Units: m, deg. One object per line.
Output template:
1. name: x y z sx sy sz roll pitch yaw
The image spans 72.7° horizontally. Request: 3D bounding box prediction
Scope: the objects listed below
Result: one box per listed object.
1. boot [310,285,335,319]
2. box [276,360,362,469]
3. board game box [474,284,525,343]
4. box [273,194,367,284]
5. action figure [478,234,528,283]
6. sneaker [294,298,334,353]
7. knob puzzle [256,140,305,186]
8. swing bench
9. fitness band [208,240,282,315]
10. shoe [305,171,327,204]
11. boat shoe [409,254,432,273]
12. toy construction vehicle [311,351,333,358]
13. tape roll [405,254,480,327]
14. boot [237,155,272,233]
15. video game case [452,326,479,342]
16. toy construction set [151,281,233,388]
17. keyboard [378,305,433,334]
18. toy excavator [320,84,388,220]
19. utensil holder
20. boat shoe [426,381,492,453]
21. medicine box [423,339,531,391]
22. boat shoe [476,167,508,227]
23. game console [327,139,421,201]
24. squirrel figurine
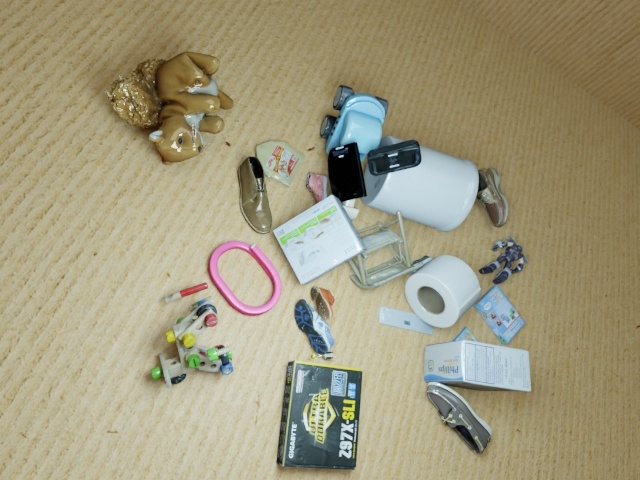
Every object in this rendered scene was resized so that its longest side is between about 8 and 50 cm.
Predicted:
1. boot: 0.027 0.231 1.608 0.085 0.059 0.158 13 31 -30
2. box: 0.003 0.582 1.459 0.257 0.079 0.322 14 70 -20
3. board game box: 0.804 0.330 1.949 0.160 0.039 0.211 -32 85 -31
4. box: 0.000 0.000 1.599 0.262 0.127 0.231 -31 82 12
5. action figure: 0.873 0.090 2.049 0.285 0.099 0.185 -33 78 -34
6. sneaker: -0.023 0.308 1.585 0.081 0.080 0.211 -12 70 -55
7. knob puzzle: -0.180 -0.328 1.788 0.213 0.030 0.213 8 67 -21
8. swing bench: 0.233 0.048 1.746 0.253 0.165 0.254 -18 83 -29
9. fitness band: -0.266 0.130 1.552 0.209 0.054 0.291 -37 86 -31
10. shoe: -0.020 -0.201 1.791 0.081 0.063 0.178 12 60 -17
11. boat shoe: 0.421 0.103 1.874 0.142 0.049 0.040 -21 46 -27
12. toy construction vehicle: 0.017 0.444 1.565 0.098 0.035 0.085 -1 81 -21
13. tape roll: 0.485 0.201 1.738 0.169 0.246 0.246 -31 84 -35
14. boot: -0.245 -0.176 1.651 0.112 0.115 0.305 -9 75 -28
15. video game case: 0.602 0.459 1.822 0.166 0.015 0.119 -36 87 -30
16. toy construction set: -0.422 0.299 1.341 0.237 0.257 0.309 -18 57 -16
17. keyboard: 0.352 0.326 1.770 0.256 0.014 0.072 15 69 -17
18. toy excavator: 0.132 -0.365 1.809 0.222 0.433 0.445 14 37 -19
19. utensil holder: 0.407 -0.243 1.846 0.386 0.327 0.327 16 64 -15
20. boat shoe: 0.516 0.669 1.645 0.324 0.116 0.096 45 56 -8
21. medicine box: 0.584 0.479 1.647 0.289 0.263 0.149 13 69 -14
22. boat shoe: 0.824 -0.211 2.141 0.116 0.123 0.324 2 62 -15
23. game console: 0.202 -0.280 1.653 0.044 0.361 0.213 0 80 -70
24. squirrel figurine: -0.551 -0.469 1.587 0.397 0.281 0.370 14 74 -3
